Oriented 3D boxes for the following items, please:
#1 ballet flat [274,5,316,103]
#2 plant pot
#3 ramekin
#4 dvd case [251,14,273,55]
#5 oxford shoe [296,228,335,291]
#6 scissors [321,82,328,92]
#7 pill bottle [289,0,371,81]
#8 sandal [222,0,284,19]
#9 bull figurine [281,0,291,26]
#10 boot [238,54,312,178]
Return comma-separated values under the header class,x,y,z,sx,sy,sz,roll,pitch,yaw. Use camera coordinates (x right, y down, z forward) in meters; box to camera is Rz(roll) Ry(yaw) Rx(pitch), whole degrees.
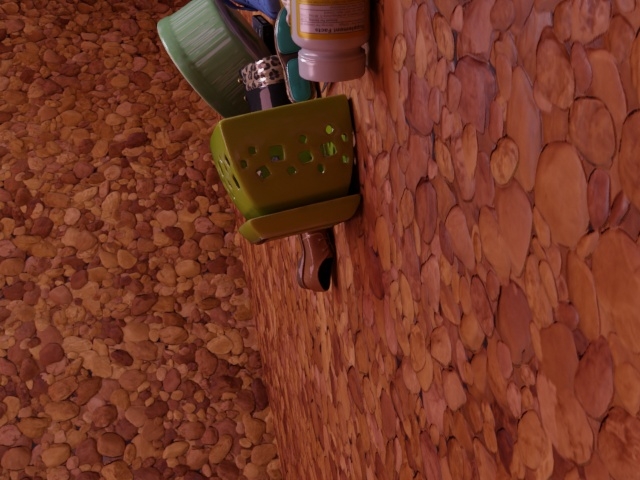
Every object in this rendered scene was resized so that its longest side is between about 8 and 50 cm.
class,x,y,z,sx,sy,sz,roll,pitch,yaw
ballet flat,-0.049,-0.358,1.781,0.067,0.073,0.206,51,-145,-82
plant pot,-0.057,-0.112,1.576,0.227,0.228,0.207,160,96,-79
ramekin,-0.222,-0.431,2.105,0.303,0.148,0.303,50,-166,-17
dvd case,-0.145,-0.448,2.337,0.179,0.029,0.239,-120,25,-65
oxford shoe,0.000,0.000,1.803,0.076,0.076,0.212,15,113,46
scissors,0.027,-0.316,1.533,0.297,0.021,0.109,-166,67,-80
pill bottle,0.014,-0.341,1.302,0.119,0.119,0.209,-117,23,-62
sandal,-0.143,-0.543,1.974,0.317,0.138,0.126,-134,40,-70
bull figurine,-0.067,-0.515,1.511,0.101,0.188,0.310,-85,2,-55
boot,-0.109,-0.232,1.986,0.377,0.138,0.284,172,90,-76
